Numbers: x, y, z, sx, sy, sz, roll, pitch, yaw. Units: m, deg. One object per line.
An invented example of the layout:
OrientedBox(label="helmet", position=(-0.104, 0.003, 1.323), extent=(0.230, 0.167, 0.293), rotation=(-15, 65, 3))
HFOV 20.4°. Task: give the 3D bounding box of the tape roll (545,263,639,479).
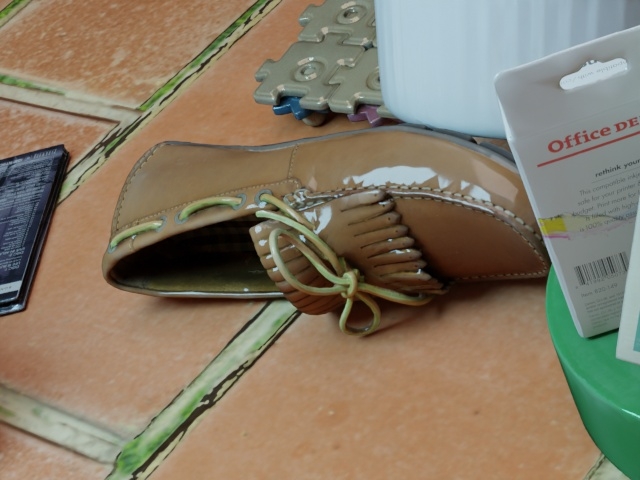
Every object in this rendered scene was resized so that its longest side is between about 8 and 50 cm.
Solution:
OrientedBox(label="tape roll", position=(0.304, 0.031, 1.104), extent=(0.321, 0.077, 0.321), rotation=(-16, 35, 11))

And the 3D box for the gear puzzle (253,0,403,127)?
OrientedBox(label="gear puzzle", position=(0.085, -0.211, 1.574), extent=(0.175, 0.044, 0.339), rotation=(9, 48, 34))

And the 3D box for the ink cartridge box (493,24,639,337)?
OrientedBox(label="ink cartridge box", position=(0.175, -0.049, 1.044), extent=(0.115, 0.198, 0.067), rotation=(-18, 35, 8))

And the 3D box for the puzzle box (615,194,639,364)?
OrientedBox(label="puzzle box", position=(0.341, -0.031, 0.835), extent=(0.409, 0.272, 0.052), rotation=(15, 11, 39))

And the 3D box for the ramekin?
OrientedBox(label="ramekin", position=(0.169, -0.156, 1.296), extent=(0.277, 0.135, 0.277), rotation=(0, 14, 0))

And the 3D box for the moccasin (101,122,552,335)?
OrientedBox(label="moccasin", position=(-0.001, -0.002, 1.279), extent=(0.380, 0.139, 0.147), rotation=(4, 54, 30))

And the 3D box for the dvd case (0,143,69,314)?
OrientedBox(label="dvd case", position=(-0.314, 0.002, 1.561), extent=(0.164, 0.018, 0.221), rotation=(-13, 35, 14))
